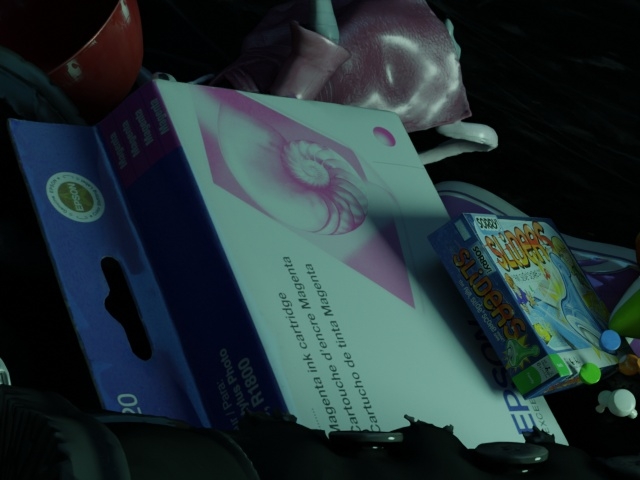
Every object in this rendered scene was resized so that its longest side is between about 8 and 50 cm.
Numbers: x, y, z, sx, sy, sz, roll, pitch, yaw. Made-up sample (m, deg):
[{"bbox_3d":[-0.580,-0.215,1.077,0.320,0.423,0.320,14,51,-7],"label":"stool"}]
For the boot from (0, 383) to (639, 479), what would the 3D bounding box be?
[{"bbox_3d":[0.063,0.174,0.761,0.445,0.146,0.367,12,8,-18],"label":"boot"}]

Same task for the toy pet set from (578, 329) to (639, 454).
[{"bbox_3d":[0.208,0.149,1.085,0.114,0.065,0.122,35,63,4],"label":"toy pet set"}]

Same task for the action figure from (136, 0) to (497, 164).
[{"bbox_3d":[-0.041,-0.127,1.456,0.370,0.248,0.276,-38,106,-50],"label":"action figure"}]

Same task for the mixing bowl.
[{"bbox_3d":[-0.221,-0.160,1.334,0.098,0.181,0.181,56,-1,-41],"label":"mixing bowl"}]

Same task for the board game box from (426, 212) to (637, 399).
[{"bbox_3d":[0.163,0.046,1.162,0.136,0.035,0.201,59,22,14],"label":"board game box"}]

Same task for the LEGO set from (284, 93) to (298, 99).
[{"bbox_3d":[0.000,0.000,1.253,0.227,0.087,0.093,50,38,14],"label":"LEGO set"}]

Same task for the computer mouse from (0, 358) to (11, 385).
[{"bbox_3d":[-0.224,0.085,0.943,0.106,0.042,0.193,-1,39,-34],"label":"computer mouse"}]

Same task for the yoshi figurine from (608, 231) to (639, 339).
[{"bbox_3d":[0.366,0.090,1.161,0.203,0.203,0.362,28,37,-34],"label":"yoshi figurine"}]

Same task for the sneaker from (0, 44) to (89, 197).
[{"bbox_3d":[-0.335,-0.100,1.175,0.340,0.125,0.140,25,51,-3],"label":"sneaker"}]

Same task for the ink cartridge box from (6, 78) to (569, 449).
[{"bbox_3d":[-0.019,0.032,1.079,0.330,0.071,0.324,3,51,-41],"label":"ink cartridge box"}]

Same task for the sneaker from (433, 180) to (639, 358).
[{"bbox_3d":[0.194,0.067,1.310,0.282,0.102,0.161,21,35,2],"label":"sneaker"}]
